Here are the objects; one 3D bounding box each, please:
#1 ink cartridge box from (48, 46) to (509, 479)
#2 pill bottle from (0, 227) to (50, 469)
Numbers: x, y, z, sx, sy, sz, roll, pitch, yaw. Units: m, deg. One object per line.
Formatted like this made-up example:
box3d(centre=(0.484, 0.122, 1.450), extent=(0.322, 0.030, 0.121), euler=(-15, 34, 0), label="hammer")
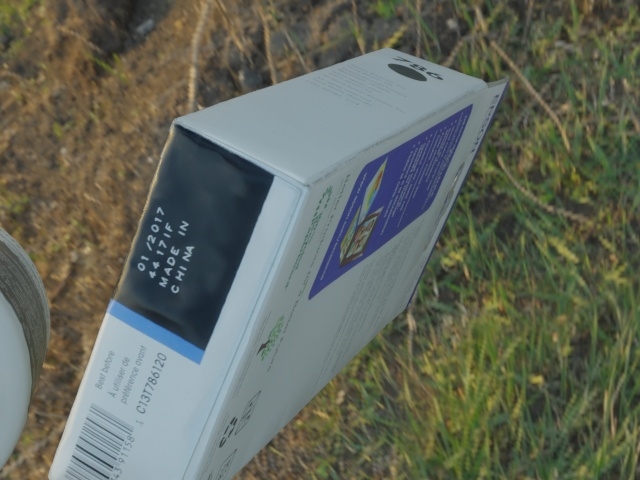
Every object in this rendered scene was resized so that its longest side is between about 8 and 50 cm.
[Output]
box3d(centre=(0.000, 0.000, 0.608), extent=(0.065, 0.332, 0.165), euler=(27, 110, 14), label="ink cartridge box")
box3d(centre=(-0.307, 0.088, 0.912), extent=(0.204, 0.361, 0.204), euler=(-1, 96, -9), label="pill bottle")
